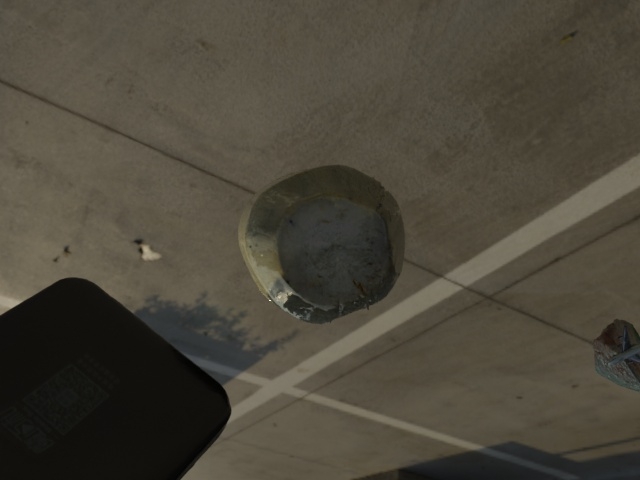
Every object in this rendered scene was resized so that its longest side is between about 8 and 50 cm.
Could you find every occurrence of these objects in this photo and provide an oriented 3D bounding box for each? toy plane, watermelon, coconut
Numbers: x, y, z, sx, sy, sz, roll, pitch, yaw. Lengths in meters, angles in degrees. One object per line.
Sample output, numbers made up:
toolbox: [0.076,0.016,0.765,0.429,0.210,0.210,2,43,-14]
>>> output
toy plane: [0.439,0.154,0.748,0.084,0.024,0.078,-38,88,38]
watermelon: [0.484,0.178,0.863,0.081,0.094,0.180,-10,-177,29]
coconut: [0.000,0.000,0.827,0.245,0.244,0.247,16,-177,-13]

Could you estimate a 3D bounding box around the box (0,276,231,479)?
box: [-0.284,0.194,0.593,0.290,0.289,0.073,34,131,11]
